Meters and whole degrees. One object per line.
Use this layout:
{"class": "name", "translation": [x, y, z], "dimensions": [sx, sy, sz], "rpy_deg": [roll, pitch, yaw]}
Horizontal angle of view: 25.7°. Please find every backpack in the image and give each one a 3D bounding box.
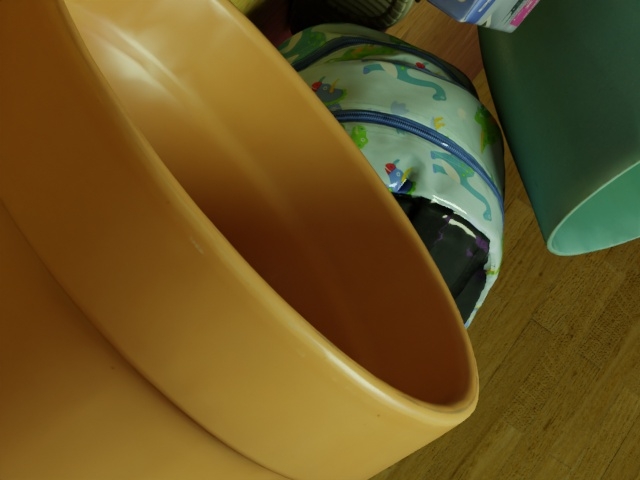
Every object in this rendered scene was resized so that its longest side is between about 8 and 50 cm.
{"class": "backpack", "translation": [0.000, 0.000, 1.127], "dimensions": [0.355, 0.290, 0.273], "rpy_deg": [133, -23, -63]}

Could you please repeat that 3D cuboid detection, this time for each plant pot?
{"class": "plant pot", "translation": [0.254, -0.160, 1.063], "dimensions": [0.293, 0.235, 0.293], "rpy_deg": [-22, 165, -6]}
{"class": "plant pot", "translation": [-0.095, 0.018, 0.645], "dimensions": [0.203, 0.291, 0.291], "rpy_deg": [-38, 179, 16]}

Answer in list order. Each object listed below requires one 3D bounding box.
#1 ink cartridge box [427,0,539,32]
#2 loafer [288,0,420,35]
{"class": "ink cartridge box", "translation": [0.034, -0.190, 0.764], "dimensions": [0.065, 0.186, 0.311], "rpy_deg": [-53, 174, 11]}
{"class": "loafer", "translation": [0.037, -0.219, 1.126], "dimensions": [0.092, 0.102, 0.268], "rpy_deg": [-54, -176, -15]}
